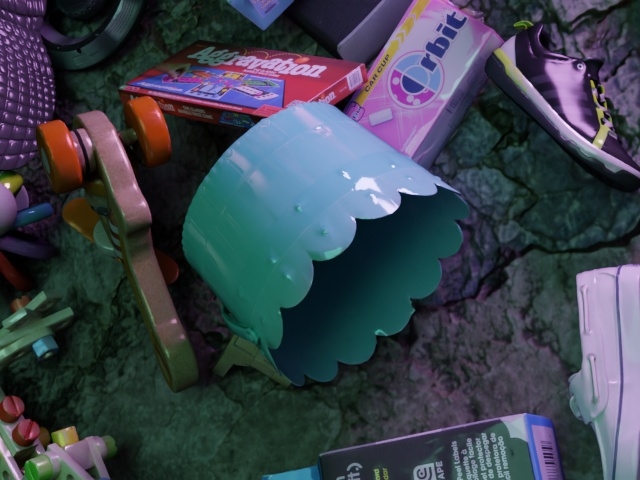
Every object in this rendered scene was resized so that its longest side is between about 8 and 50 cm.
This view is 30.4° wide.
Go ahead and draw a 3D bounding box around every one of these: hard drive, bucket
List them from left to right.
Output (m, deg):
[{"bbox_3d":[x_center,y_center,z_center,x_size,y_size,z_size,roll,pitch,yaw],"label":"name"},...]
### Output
[{"bbox_3d":[0.000,0.000,1.261,0.183,0.281,0.281,43,99,26],"label":"bucket"},{"bbox_3d":[0.064,-0.347,1.416,0.172,0.054,0.254,44,99,25],"label":"hard drive"}]

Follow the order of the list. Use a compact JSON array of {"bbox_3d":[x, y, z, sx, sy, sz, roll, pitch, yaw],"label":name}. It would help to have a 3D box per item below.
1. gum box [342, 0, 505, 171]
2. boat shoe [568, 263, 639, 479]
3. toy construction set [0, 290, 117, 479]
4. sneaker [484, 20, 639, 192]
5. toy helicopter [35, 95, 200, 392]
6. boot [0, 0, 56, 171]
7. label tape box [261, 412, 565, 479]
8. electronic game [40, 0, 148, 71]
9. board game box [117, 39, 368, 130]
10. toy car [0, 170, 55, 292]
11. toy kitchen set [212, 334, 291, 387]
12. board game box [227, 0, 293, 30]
[{"bbox_3d":[0.120,-0.185,1.353,0.107,0.062,0.188,35,96,26],"label":"gum box"},{"bbox_3d":[0.296,0.153,1.199,0.084,0.095,0.258,-5,67,28],"label":"boat shoe"},{"bbox_3d":[-0.357,0.226,1.445,0.215,0.151,0.327,-47,54,37],"label":"toy construction set"},{"bbox_3d":[0.274,-0.154,1.264,0.097,0.084,0.234,-45,65,9],"label":"sneaker"},{"bbox_3d":[-0.229,0.016,1.417,0.140,0.235,0.355,-19,82,-20],"label":"toy helicopter"},{"bbox_3d":[-0.468,-0.222,1.600,0.223,0.118,0.338,-19,60,39],"label":"boot"},{"bbox_3d":[0.090,0.338,1.237,0.348,0.115,0.249,-15,74,20],"label":"label tape box"},{"bbox_3d":[-0.319,-0.342,1.596,0.229,0.048,0.229,-5,80,32],"label":"electronic game"},{"bbox_3d":[-0.096,-0.184,1.389,0.281,0.145,0.027,15,131,40],"label":"board game box"},{"bbox_3d":[-0.418,0.002,1.536,0.136,0.159,0.182,28,92,-8],"label":"toy car"},{"bbox_3d":[-0.069,0.135,1.401,0.083,0.075,0.068,32,52,-5],"label":"toy kitchen set"},{"bbox_3d":[-0.073,-0.455,1.449,0.254,0.079,0.336,-43,53,12],"label":"board game box"}]
